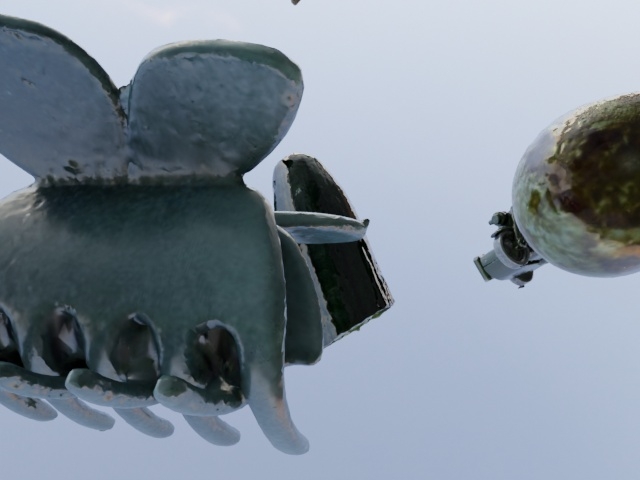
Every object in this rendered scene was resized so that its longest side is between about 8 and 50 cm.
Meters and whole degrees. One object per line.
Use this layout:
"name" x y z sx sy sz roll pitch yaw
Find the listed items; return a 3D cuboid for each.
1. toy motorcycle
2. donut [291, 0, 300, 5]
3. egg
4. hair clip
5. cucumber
"toy motorcycle" 0.404 0.016 1.254 0.275 0.205 0.127 -4 -115 -35
"donut" -0.002 -0.273 0.521 0.065 0.117 0.166 44 -173 -12
"egg" 0.404 -0.081 0.835 0.238 0.289 0.238 44 -163 -17
"hair clip" -0.147 0.023 0.492 0.318 0.392 0.238 3 -116 16
"cucumber" 0.000 0.000 0.749 0.115 0.063 0.243 -23 -103 -3
